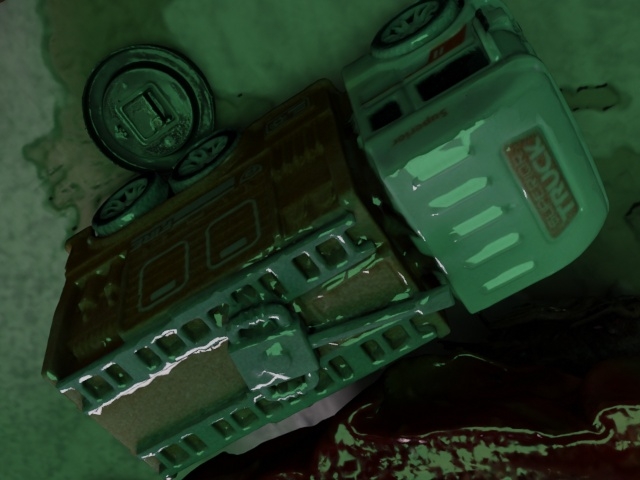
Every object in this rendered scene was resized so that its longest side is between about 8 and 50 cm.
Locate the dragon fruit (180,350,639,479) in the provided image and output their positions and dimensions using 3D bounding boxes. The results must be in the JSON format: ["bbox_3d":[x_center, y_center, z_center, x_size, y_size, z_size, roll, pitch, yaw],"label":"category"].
[{"bbox_3d":[0.106,0.127,0.442,0.228,0.286,0.329,46,115,10],"label":"dragon fruit"}]

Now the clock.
[{"bbox_3d":[-0.108,-0.082,0.453,0.085,0.017,0.085,0,113,1],"label":"clock"}]

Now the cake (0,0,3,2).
[{"bbox_3d":[-0.338,-0.103,0.304,0.282,0.290,0.256,35,111,-17],"label":"cake"}]

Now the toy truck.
[{"bbox_3d":[0.000,0.000,0.398,0.305,0.162,0.136,-30,119,13],"label":"toy truck"}]

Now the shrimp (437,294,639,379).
[{"bbox_3d":[0.173,0.069,0.489,0.190,0.073,0.075,-8,109,-1],"label":"shrimp"}]
